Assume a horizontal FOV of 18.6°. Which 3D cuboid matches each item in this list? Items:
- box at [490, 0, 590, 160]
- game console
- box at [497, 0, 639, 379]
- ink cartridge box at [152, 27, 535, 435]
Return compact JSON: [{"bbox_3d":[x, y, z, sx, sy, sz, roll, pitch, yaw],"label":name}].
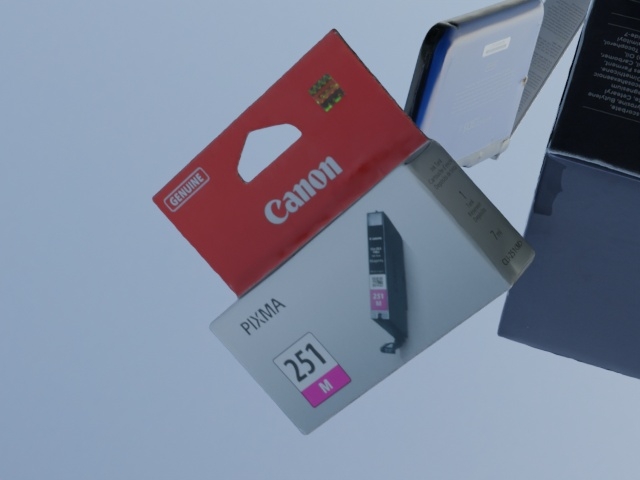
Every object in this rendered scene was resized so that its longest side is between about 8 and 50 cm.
[{"bbox_3d":[0.275,-0.247,2.357,0.058,0.322,0.232,33,-173,2],"label":"box"},{"bbox_3d":[0.076,-0.135,1.962,0.173,0.250,0.293,21,-159,19],"label":"game console"},{"bbox_3d":[0.286,-0.095,1.622,0.179,0.343,0.312,16,-117,6],"label":"box"},{"bbox_3d":[0.000,0.000,1.579,0.239,0.275,0.060,48,-140,-3],"label":"ink cartridge box"}]
